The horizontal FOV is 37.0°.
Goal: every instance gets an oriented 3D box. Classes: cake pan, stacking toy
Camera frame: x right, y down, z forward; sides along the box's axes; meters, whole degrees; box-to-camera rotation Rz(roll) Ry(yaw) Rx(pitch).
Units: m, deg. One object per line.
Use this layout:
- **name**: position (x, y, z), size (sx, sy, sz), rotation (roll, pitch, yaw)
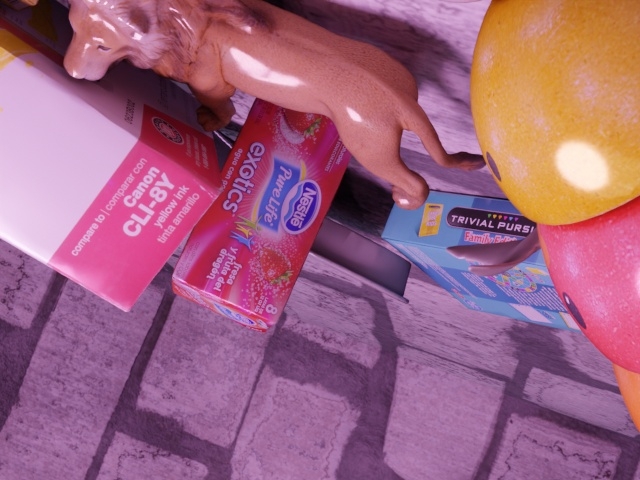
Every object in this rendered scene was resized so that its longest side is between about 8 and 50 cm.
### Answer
- **cake pan**: position (0.000, 0.000, 1.316), size (0.293, 0.054, 0.293), rotation (26, 179, 1)
- **stacking toy**: position (0.205, -0.078, 0.549), size (0.480, 0.350, 0.350), rotation (42, 163, -11)

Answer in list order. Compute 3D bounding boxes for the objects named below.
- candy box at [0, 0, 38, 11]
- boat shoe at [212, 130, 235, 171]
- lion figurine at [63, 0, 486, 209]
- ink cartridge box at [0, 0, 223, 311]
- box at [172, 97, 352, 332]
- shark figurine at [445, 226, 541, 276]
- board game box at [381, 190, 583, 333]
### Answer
- **candy box**: position (-0.298, -0.285, 0.779), size (0.187, 0.109, 0.053), rotation (30, 166, -33)
- **boat shoe**: position (-0.196, -0.132, 1.245), size (0.306, 0.113, 0.105), rotation (31, 160, 27)
- **lion figurine**: position (-0.028, -0.151, 0.855), size (0.392, 0.142, 0.240), rotation (14, 168, 5)
- **ink cartridge box**: position (-0.299, -0.142, 0.921), size (0.385, 0.160, 0.279), rotation (34, -165, -22)
- **box**: position (-0.057, -0.040, 1.050), size (0.123, 0.256, 0.128), rotation (25, 167, -4)
- **shark figurine**: position (0.185, -0.097, 0.724), size (0.166, 0.278, 0.116), rotation (-4, -147, -12)
- **board game box**: position (0.285, 0.037, 1.209), size (0.336, 0.079, 0.254), rotation (10, 162, 40)
